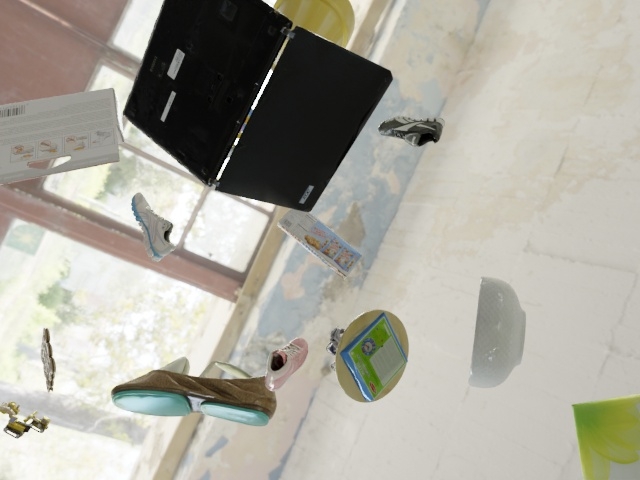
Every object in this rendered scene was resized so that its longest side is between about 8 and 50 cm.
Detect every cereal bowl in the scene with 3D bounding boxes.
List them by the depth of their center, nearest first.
[{"bbox_3d":[0.531,0.278,1.551,0.339,0.141,0.339,6,90,-73],"label":"cereal bowl"}]

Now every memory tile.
[{"bbox_3d":[-0.626,0.277,1.190,0.148,0.012,0.113,-53,-126,44],"label":"memory tile"}]

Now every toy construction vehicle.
[{"bbox_3d":[-0.564,0.331,0.975,0.035,0.098,0.086,-57,-175,-4],"label":"toy construction vehicle"}]

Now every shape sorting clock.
[{"bbox_3d":[0.115,0.253,1.138,0.040,0.206,0.206,4,-111,52],"label":"shape sorting clock"}]

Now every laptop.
[{"bbox_3d":[-0.087,-0.190,0.676,0.234,0.264,0.136,-57,168,27],"label":"laptop"}]

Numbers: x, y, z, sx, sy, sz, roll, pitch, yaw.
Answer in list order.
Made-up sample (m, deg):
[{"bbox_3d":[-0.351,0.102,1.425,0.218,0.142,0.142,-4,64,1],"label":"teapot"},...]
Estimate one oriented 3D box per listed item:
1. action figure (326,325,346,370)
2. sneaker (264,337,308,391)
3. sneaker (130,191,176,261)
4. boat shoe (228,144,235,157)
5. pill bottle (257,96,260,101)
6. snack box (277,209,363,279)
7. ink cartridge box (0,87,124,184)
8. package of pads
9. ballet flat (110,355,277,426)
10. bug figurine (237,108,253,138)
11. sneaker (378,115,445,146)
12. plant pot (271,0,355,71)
[{"bbox_3d":[0.089,0.381,1.771,0.099,0.185,0.285,-31,176,-17],"label":"action figure"},{"bbox_3d":[-0.064,0.232,1.035,0.134,0.051,0.070,-48,153,-42],"label":"sneaker"},{"bbox_3d":[-0.433,-0.046,1.368,0.083,0.191,0.071,-25,174,9],"label":"sneaker"},{"bbox_3d":[-0.286,-0.205,1.206,0.076,0.226,0.083,-47,-112,24],"label":"boat shoe"},{"bbox_3d":[-0.155,-0.496,1.761,0.120,0.067,0.067,-54,-161,-13],"label":"pill bottle"},{"bbox_3d":[0.000,0.000,1.061,0.064,0.178,0.022,-49,175,-29],"label":"snack box"},{"bbox_3d":[-0.602,-0.220,1.170,0.066,0.296,0.261,92,-18,-55],"label":"ink cartridge box"},{"bbox_3d":[0.649,0.419,0.999,0.296,0.101,0.229,-41,-143,54],"label":"package of pads"},{"bbox_3d":[-0.259,0.311,1.103,0.124,0.342,0.116,-84,177,-45],"label":"ballet flat"},{"bbox_3d":[-0.180,-0.296,0.969,0.072,0.279,0.216,-10,-144,7],"label":"bug figurine"},{"bbox_3d":[0.316,-0.378,1.815,0.078,0.234,0.106,73,23,-54],"label":"sneaker"},{"bbox_3d":[-0.050,-0.609,1.551,0.254,0.254,0.239,-32,-150,54],"label":"plant pot"}]
